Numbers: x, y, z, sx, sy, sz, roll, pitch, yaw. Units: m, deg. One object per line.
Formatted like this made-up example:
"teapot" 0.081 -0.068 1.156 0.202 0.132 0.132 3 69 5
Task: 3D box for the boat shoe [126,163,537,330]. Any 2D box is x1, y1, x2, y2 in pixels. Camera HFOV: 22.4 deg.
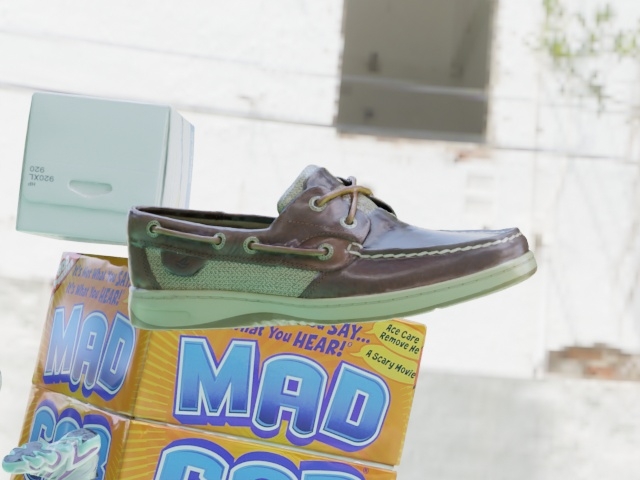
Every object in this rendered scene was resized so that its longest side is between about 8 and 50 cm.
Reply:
"boat shoe" 0.000 0.000 1.297 0.342 0.123 0.123 -4 6 20

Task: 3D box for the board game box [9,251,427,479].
"board game box" -0.140 0.229 2.000 0.356 0.356 0.356 15 -5 -28

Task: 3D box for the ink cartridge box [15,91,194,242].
"ink cartridge box" -0.255 -0.079 1.965 0.171 0.168 0.232 5 -2 3

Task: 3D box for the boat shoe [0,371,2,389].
"boat shoe" -0.371 0.136 1.667 0.079 0.081 0.227 22 -26 -13

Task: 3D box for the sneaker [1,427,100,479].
"sneaker" -0.246 0.218 1.488 0.098 0.069 0.038 -11 22 -32
